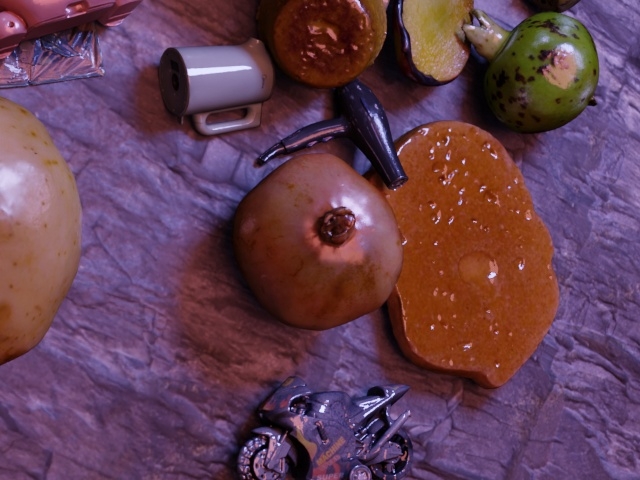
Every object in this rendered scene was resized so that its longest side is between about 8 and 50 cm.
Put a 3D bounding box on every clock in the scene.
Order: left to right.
[{"bbox_3d":[-0.374,-0.389,1.351,0.227,0.142,0.241,-23,94,-27],"label":"clock"}]

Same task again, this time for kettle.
[{"bbox_3d":[-0.146,-0.225,1.501,0.148,0.098,0.127,-11,87,-32],"label":"kettle"}]

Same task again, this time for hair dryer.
[{"bbox_3d":[0.009,-0.142,1.587,0.219,0.075,0.195,-20,68,-11],"label":"hair dryer"}]

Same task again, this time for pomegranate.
[{"bbox_3d":[-0.450,-0.010,1.143,0.410,0.410,0.410,2,86,-28],"label":"pomegranate"},{"bbox_3d":[0.000,0.000,1.470,0.229,0.270,0.252,-23,91,-19],"label":"pomegranate"},{"bbox_3d":[0.348,-0.292,1.725,0.263,0.211,0.211,33,71,2],"label":"pomegranate"}]

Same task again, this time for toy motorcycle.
[{"bbox_3d":[0.011,0.290,1.554,0.307,0.108,0.173,2,81,-31],"label":"toy motorcycle"}]

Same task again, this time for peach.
[{"bbox_3d":[0.176,-0.360,1.689,0.279,0.068,0.189,-50,123,-43],"label":"peach"}]

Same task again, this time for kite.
[{"bbox_3d":[-0.422,-0.324,1.403,0.314,0.011,0.335,39,70,-21],"label":"kite"}]

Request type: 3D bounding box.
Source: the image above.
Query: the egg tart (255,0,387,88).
[{"bbox_3d":[0.006,-0.315,1.518,0.202,0.147,0.203,-1,109,-3],"label":"egg tart"}]

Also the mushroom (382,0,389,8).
[{"bbox_3d":[0.059,-0.495,1.607,0.151,0.156,0.286,10,90,-9],"label":"mushroom"}]

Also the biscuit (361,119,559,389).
[{"bbox_3d":[0.240,0.024,1.710,0.349,0.078,0.455,-17,95,-25],"label":"biscuit"}]

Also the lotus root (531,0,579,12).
[{"bbox_3d":[0.449,-0.508,1.824,0.123,0.124,0.241,41,72,-20],"label":"lotus root"}]
